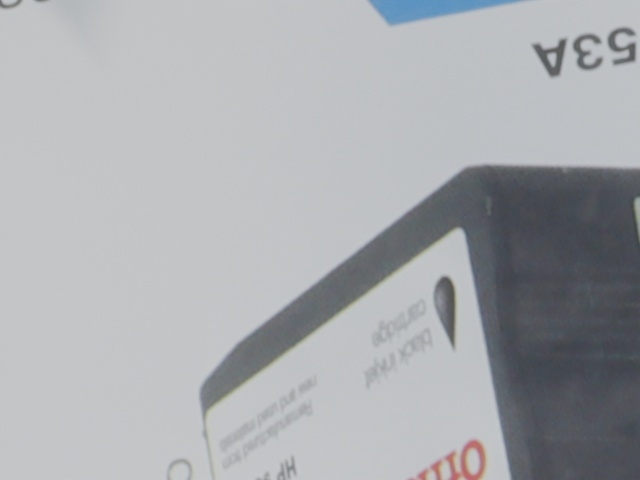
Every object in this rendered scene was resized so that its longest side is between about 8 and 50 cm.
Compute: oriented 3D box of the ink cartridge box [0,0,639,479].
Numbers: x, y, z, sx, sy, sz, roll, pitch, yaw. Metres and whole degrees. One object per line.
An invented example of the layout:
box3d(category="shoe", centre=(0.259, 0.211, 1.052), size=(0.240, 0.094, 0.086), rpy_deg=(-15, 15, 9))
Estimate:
box3d(category="ink cartridge box", centre=(0.003, 0.048, 0.382), size=(0.223, 0.307, 0.129), rpy_deg=(-10, -178, 9))
